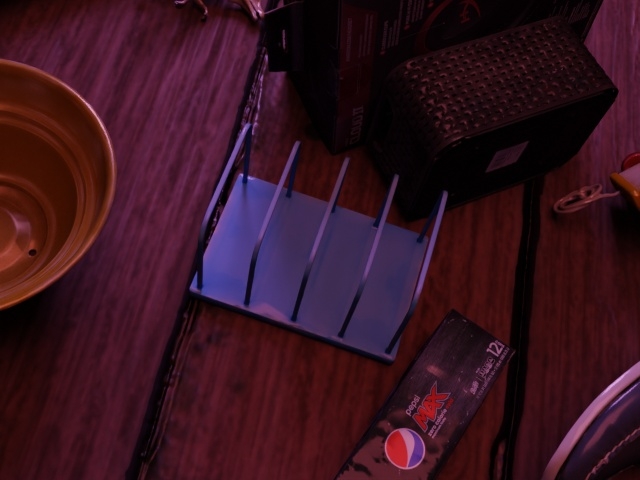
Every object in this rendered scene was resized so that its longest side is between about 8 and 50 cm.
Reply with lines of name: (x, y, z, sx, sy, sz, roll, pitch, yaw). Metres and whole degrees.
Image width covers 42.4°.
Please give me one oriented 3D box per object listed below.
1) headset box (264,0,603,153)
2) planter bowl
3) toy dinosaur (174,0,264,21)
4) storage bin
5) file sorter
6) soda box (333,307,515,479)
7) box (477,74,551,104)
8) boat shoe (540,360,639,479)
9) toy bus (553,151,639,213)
headset box: (0.093, -0.205, 0.681, 0.293, 0.218, 0.110, -23, 67, -10)
planter bowl: (-0.260, -0.024, 0.615, 0.217, 0.090, 0.217, 4, 62, -7)
toy dinosaur: (-0.123, -0.277, 0.773, 0.092, 0.053, 0.183, -37, 110, -20)
storage bin: (0.142, -0.102, 0.701, 0.180, 0.122, 0.084, -20, 67, -18)
file sorter: (0.000, 0.000, 0.636, 0.170, 0.104, 0.118, 19, 61, 1)
soda box: (0.072, 0.134, 0.603, 0.060, 0.053, 0.169, 34, 62, 10)
box: (0.175, -0.166, 0.800, 0.083, 0.018, 0.067, -17, 66, -17)
boat shoe: (0.270, 0.127, 0.620, 0.254, 0.095, 0.079, -25, 57, -30)
toy bus: (0.342, -0.043, 0.708, 0.191, 0.202, 0.104, -37, 104, -31)
